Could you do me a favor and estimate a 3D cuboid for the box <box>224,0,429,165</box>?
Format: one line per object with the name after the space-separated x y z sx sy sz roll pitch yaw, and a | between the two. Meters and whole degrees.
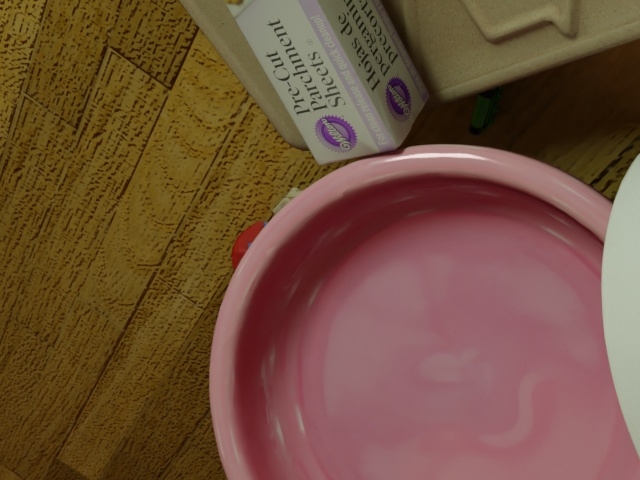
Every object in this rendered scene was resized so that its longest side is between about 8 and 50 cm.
-0.038 -0.193 0.738 0.067 0.063 0.324 -8 125 36 | box

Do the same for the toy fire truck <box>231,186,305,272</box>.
0.000 0.000 1.052 0.192 0.047 0.135 8 134 31 | toy fire truck

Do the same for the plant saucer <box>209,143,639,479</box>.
0.090 0.102 0.822 0.332 0.084 0.332 2 96 21 | plant saucer

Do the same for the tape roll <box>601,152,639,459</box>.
0.285 0.054 0.714 0.100 0.286 0.286 -21 116 47 | tape roll

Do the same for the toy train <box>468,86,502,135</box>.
0.118 -0.105 0.875 0.017 0.024 0.083 24 140 13 | toy train

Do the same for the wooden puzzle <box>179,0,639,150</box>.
0.038 -0.234 0.763 0.347 0.080 0.322 -18 119 40 | wooden puzzle
